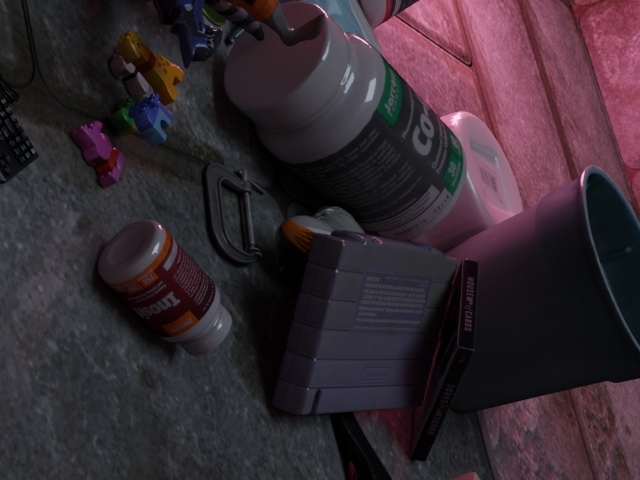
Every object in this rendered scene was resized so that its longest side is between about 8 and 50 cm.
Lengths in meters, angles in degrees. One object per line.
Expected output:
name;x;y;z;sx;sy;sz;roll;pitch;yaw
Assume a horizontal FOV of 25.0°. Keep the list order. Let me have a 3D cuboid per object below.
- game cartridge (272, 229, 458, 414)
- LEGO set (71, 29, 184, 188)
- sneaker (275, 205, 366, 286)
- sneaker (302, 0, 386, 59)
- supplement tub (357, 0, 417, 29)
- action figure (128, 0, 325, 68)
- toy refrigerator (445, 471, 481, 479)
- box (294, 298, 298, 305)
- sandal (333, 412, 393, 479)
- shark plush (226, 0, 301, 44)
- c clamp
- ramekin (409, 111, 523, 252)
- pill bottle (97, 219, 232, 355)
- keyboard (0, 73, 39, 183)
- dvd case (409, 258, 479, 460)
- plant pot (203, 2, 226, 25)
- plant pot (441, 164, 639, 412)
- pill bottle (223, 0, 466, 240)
game cartridge;0.065;0.108;1.889;0.355;0.068;0.230;10;91;-61
LEGO set;-0.219;-0.177;1.651;0.093;0.087;0.227;52;28;-31
sneaker;0.000;0.000;1.960;0.262;0.099;0.121;35;32;-62
sneaker;-0.022;-0.339;2.135;0.366;0.135;0.150;54;32;-16
supplement tub;0.116;-0.465;2.280;0.272;0.191;0.191;-35;105;-24
action figure;-0.163;-0.309;1.752;0.330;0.178;0.341;12;55;-31
toy refrigerator;0.231;0.458;2.017;0.269;0.102;0.094;56;27;-26
box;0.033;0.105;1.966;0.169;0.054;0.059;13;59;-62
sandal;0.057;0.302;1.880;0.179;0.040;0.067;61;15;21
shark plush;-0.076;-0.336;2.039;0.073;0.161;0.067;59;-18;4
c clamp;-0.102;-0.034;1.846;0.137;0.022;0.160;40;36;-46
ramekin;0.233;-0.083;2.431;0.277;0.135;0.277;46;32;-40
pill bottle;-0.164;0.055;1.567;0.152;0.086;0.086;50;30;-33
keyboard;-0.343;-0.153;1.456;0.180;0.023;0.108;62;25;-15
dvd case;0.174;0.170;2.038;0.179;0.030;0.238;-80;-175;-48
plant pot;-0.123;-0.351;1.998;0.083;0.079;0.083;44;34;-41
plant pot;0.330;0.100;2.237;0.341;0.334;0.341;46;32;-41
pill bottle;0.037;-0.161;2.014;0.361;0.204;0.204;40;36;-46
